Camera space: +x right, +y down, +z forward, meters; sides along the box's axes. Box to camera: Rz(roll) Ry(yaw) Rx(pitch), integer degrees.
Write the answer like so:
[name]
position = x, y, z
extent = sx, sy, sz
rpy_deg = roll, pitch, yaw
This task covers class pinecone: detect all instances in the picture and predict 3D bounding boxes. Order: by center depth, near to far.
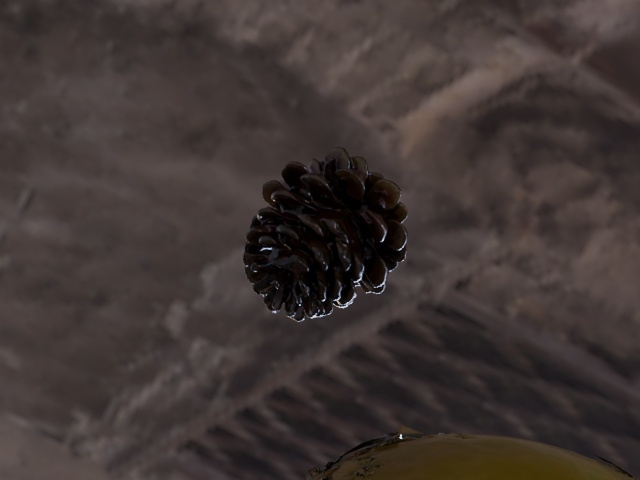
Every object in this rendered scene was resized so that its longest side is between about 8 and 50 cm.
[pinecone]
position = 0.002, 0.003, 1.218
extent = 0.102, 0.102, 0.109
rpy_deg = -44, -165, 51

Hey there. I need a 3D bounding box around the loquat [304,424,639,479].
[loquat]
position = 0.045, 0.177, 0.647
extent = 0.235, 0.235, 0.235
rpy_deg = -55, -163, 25
